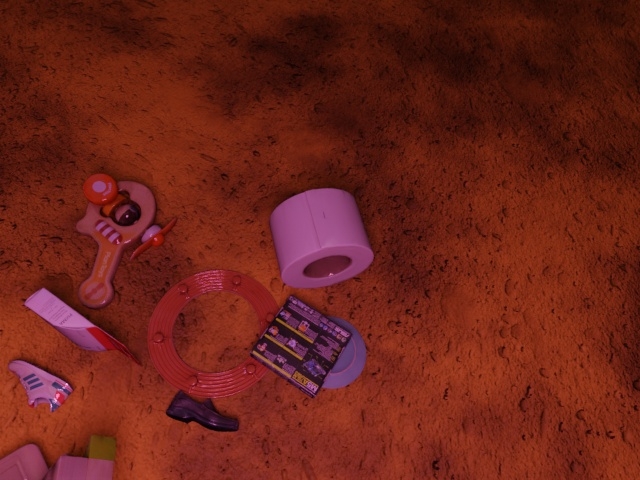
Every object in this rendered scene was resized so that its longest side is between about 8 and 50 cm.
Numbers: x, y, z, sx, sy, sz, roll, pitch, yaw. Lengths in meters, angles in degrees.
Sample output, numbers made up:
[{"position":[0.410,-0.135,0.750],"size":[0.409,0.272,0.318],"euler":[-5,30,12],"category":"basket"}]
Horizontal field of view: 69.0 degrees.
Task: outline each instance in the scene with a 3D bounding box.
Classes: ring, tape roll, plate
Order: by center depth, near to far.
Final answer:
[{"position":[-0.263,0.224,1.178],"size":[0.337,0.032,0.336],"euler":[3,61,-6],"category":"ring"},{"position":[0.027,0.281,1.191],"size":[0.188,0.024,0.188],"euler":[4,61,-7],"category":"plate"},{"position":[0.000,0.000,1.218],"size":[0.246,0.246,0.169],"euler":[-9,62,-13],"category":"tape roll"}]

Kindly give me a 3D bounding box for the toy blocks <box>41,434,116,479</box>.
[{"position":[-0.466,0.571,0.784],"size":[0.191,0.261,0.381],"euler":[27,26,-34],"category":"toy blocks"}]

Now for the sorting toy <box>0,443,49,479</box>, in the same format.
[{"position":[-0.609,0.596,0.911],"size":[0.229,0.041,0.307],"euler":[-29,78,-15],"category":"sorting toy"}]

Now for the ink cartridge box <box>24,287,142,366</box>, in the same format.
[{"position":[-0.528,0.218,1.052],"size":[0.232,0.189,0.066],"euler":[36,63,11],"category":"ink cartridge box"}]

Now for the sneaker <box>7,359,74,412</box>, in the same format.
[{"position":[-0.646,0.329,1.049],"size":[0.161,0.057,0.075],"euler":[24,55,3],"category":"sneaker"}]

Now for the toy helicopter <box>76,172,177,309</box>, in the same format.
[{"position":[-0.526,0.010,1.227],"size":[0.235,0.140,0.355],"euler":[14,70,-10],"category":"toy helicopter"}]

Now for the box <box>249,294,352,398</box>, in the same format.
[{"position":[-0.045,0.258,1.152],"size":[0.191,0.045,0.184],"euler":[31,64,7],"category":"box"}]

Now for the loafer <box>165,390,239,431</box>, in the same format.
[{"position":[-0.264,0.393,1.067],"size":[0.170,0.062,0.061],"euler":[17,55,0],"category":"loafer"}]

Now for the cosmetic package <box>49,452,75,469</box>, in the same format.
[{"position":[-0.503,0.502,0.972],"size":[0.115,0.060,0.041],"euler":[39,62,12],"category":"cosmetic package"}]
